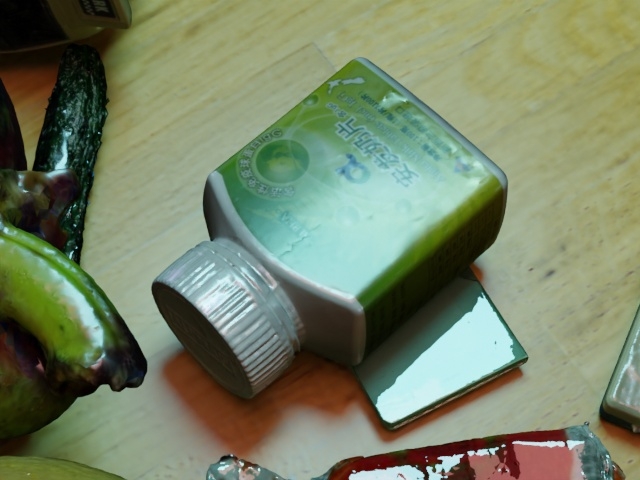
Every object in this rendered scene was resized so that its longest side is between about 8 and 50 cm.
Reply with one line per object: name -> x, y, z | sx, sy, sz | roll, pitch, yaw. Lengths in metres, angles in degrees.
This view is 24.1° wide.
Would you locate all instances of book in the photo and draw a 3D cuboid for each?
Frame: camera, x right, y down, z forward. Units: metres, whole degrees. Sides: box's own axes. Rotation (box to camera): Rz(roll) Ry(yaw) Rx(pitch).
book -> 0.048, 0.040, 0.916 | 0.103, 0.017, 0.135 | -25, 66, -13

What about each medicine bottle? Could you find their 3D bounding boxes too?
medicine bottle -> 0.000, 0.000, 0.875 | 0.188, 0.088, 0.132 | -41, 69, -20

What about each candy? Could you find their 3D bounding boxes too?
candy -> 0.077, 0.152, 0.844 | 0.292, 0.059, 0.086 | -3, 67, -3

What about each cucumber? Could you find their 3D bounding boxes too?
cucumber -> -0.163, -0.015, 0.920 | 0.044, 0.043, 0.256 | 5, 64, 2

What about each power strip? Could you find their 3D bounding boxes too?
power strip -> 0.214, 0.063, 0.905 | 0.056, 0.032, 0.123 | 23, 67, 9

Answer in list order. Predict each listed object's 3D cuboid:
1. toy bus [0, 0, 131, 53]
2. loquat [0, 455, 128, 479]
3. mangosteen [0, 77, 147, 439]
toy bus -> -0.184, -0.300, 0.964 | 0.202, 0.177, 0.365 | 9, 66, 11
loquat -> -0.146, 0.215, 0.707 | 0.244, 0.244, 0.244 | 1, 65, -2
mangosteen -> -0.260, -0.009, 0.753 | 0.360, 0.306, 0.306 | 2, 62, 27
